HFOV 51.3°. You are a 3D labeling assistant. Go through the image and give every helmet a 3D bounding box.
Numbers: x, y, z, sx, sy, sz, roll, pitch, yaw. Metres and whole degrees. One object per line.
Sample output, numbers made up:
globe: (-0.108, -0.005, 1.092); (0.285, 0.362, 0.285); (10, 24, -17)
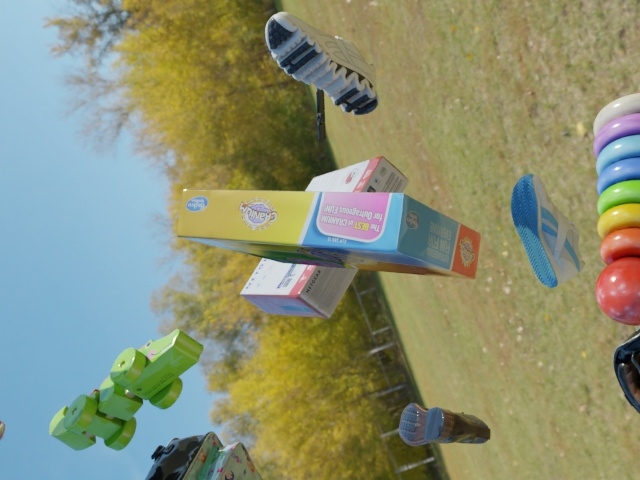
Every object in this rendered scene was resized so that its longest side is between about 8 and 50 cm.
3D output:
helmet: (0.510, 0.170, 0.918); (0.169, 0.161, 0.170); (157, 90, -84)

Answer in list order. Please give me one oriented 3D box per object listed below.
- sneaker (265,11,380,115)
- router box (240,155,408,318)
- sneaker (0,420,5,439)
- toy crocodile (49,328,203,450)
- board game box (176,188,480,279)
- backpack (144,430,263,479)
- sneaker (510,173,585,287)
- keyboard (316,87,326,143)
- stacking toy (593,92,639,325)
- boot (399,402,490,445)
sneaker: (0.008, -0.374, 1.358); (0.292, 0.110, 0.118); (31, -122, -36)
router box: (0.000, 0.000, 1.400); (0.082, 0.336, 0.301); (38, 159, -20)
sneaker: (-0.594, 0.353, 1.012); (0.104, 0.236, 0.095); (42, 149, 1)
toy crocodile: (-0.345, 0.266, 1.175); (0.115, 0.340, 0.105); (37, -160, -33)
board game box: (0.014, -0.008, 0.861); (0.242, 0.316, 0.064); (17, -102, -56)
backpack: (-0.199, 0.498, 1.199); (0.225, 0.190, 0.254); (-61, -44, -60)
sneaker: (0.451, -0.027, 1.324); (0.229, 0.092, 0.087); (70, 163, -8)
keyboard: (0.001, -0.333, 1.734); (0.180, 0.023, 0.108); (85, -178, -53)
stacking toy: (0.440, -0.036, 0.924); (0.141, 0.141, 0.331); (66, -143, -60)
boot: (0.228, 0.358, 1.264); (0.219, 0.106, 0.082); (143, 141, -71)
